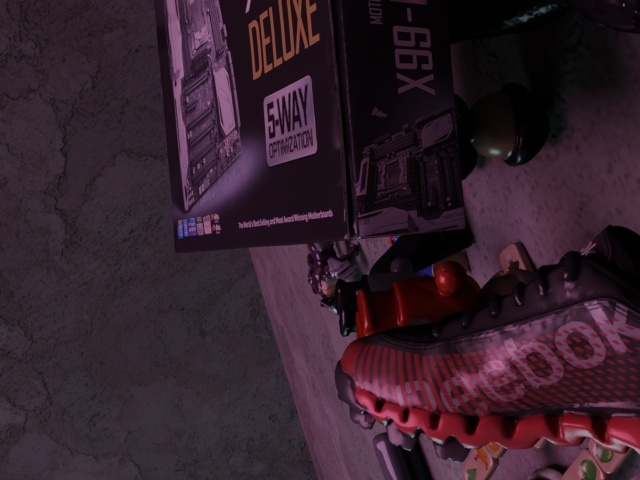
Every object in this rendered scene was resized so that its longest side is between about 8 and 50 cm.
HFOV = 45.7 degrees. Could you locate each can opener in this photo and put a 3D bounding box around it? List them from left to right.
[{"bbox_3d":[0.175,0.433,1.207,0.095,0.076,0.284,-26,82,46],"label":"can opener"}]

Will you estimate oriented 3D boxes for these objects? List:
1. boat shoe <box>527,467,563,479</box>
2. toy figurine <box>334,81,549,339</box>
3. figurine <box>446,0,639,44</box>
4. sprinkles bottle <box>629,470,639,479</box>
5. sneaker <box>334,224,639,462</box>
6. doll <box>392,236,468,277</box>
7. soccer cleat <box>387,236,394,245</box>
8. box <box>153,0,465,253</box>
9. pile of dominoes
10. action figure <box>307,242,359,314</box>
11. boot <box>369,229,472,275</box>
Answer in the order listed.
[{"bbox_3d":[0.201,0.314,0.783,0.305,0.091,0.109,94,155,-62],"label":"boat shoe"},{"bbox_3d":[0.089,-0.012,0.605,0.209,0.148,0.213,144,121,-84],"label":"toy figurine"},{"bbox_3d":[0.117,-0.210,0.399,0.209,0.092,0.215,31,138,61],"label":"figurine"},{"bbox_3d":[0.245,0.300,0.482,0.121,0.121,0.356,-127,21,-57],"label":"sprinkles bottle"},{"bbox_3d":[0.131,0.059,0.438,0.097,0.276,0.135,-15,-79,-58],"label":"sneaker"},{"bbox_3d":[0.114,0.041,0.869,0.189,0.046,0.129,-155,48,-74],"label":"doll"},{"bbox_3d":[0.087,-0.027,0.929,0.036,0.029,0.083,57,167,37],"label":"soccer cleat"},{"bbox_3d":[-0.031,-0.116,0.516,0.307,0.076,0.243,-3,92,63],"label":"box"},{"bbox_3d":[0.161,0.151,0.661,0.196,0.040,0.251,-118,33,-42],"label":"pile of dominoes"},{"bbox_3d":[0.000,0.000,1.229,0.185,0.099,0.285,18,130,67],"label":"action figure"},{"bbox_3d":[0.084,-0.020,0.742,0.099,0.121,0.045,65,166,-4],"label":"boot"}]
